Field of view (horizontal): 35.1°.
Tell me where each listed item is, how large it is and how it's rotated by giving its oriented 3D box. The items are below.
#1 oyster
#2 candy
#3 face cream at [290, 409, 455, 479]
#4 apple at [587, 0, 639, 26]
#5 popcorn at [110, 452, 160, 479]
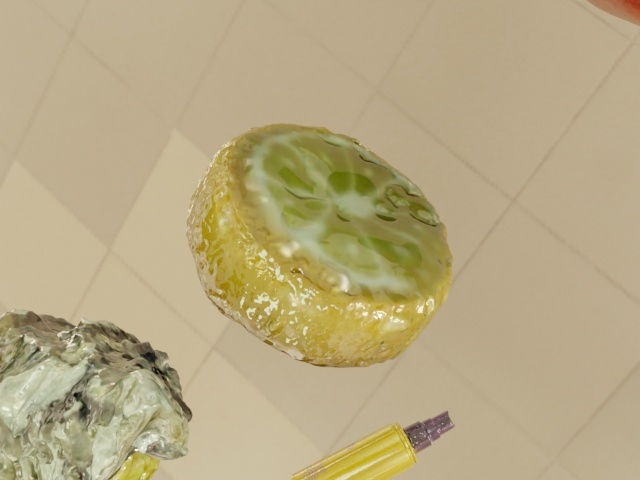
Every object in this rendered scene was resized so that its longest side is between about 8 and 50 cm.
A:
[{"bbox_3d":[-0.161,0.093,0.608,0.199,0.252,0.087,-3,99,4],"label":"oyster"},{"bbox_3d":[0.000,0.000,0.949,0.260,0.260,0.118,45,128,16],"label":"candy"},{"bbox_3d":[0.089,0.345,1.604,0.273,0.078,0.078,-27,84,-5],"label":"face cream"},{"bbox_3d":[0.345,-0.322,0.946,0.260,0.216,0.260,25,122,48],"label":"apple"},{"bbox_3d":[-0.313,0.254,1.323,0.221,0.204,0.184,29,75,25],"label":"popcorn"}]
